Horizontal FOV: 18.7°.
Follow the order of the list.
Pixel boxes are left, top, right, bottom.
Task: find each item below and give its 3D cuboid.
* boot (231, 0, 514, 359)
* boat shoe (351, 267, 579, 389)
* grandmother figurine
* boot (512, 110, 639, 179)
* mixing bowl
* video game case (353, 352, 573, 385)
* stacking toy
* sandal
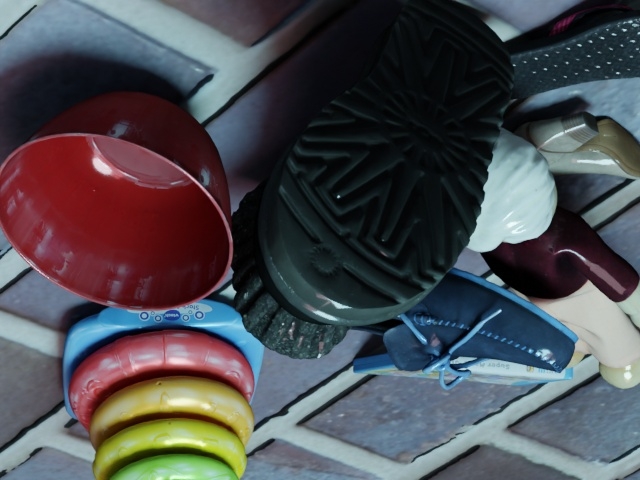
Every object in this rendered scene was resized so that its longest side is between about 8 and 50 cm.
[{"bbox_3d":[0.004,0.002,1.367,0.131,0.348,0.260,39,128,-3],"label":"boot"},{"bbox_3d":[0.084,0.070,1.556,0.258,0.089,0.109,16,162,37],"label":"boat shoe"},{"bbox_3d":[0.178,0.012,1.560,0.208,0.104,0.342,8,159,25],"label":"grandmother figurine"},{"bbox_3d":[0.197,-0.065,1.545,0.087,0.042,0.118,-25,140,32],"label":"boot"},{"bbox_3d":[-0.139,-0.043,1.432,0.181,0.098,0.181,10,138,9],"label":"mixing bowl"},{"bbox_3d":[0.127,0.116,1.747,0.166,0.015,0.119,5,171,-18],"label":"video game case"},{"bbox_3d":[-0.125,0.211,1.630,0.175,0.301,0.165,0,144,-9],"label":"stacking toy"},{"bbox_3d":[0.198,-0.147,1.437,0.179,0.040,0.067,-10,141,27],"label":"sandal"}]
